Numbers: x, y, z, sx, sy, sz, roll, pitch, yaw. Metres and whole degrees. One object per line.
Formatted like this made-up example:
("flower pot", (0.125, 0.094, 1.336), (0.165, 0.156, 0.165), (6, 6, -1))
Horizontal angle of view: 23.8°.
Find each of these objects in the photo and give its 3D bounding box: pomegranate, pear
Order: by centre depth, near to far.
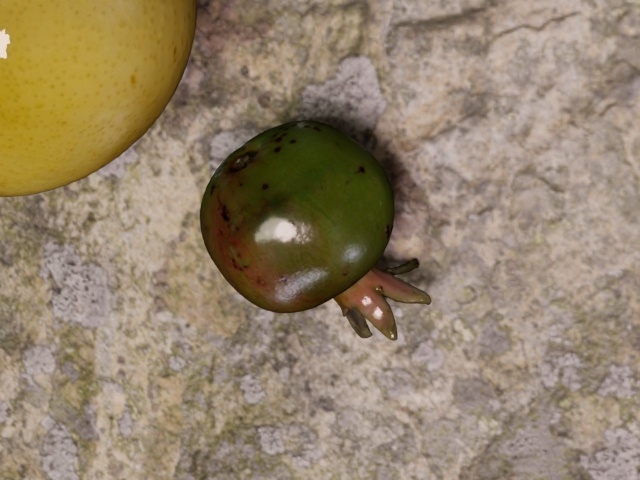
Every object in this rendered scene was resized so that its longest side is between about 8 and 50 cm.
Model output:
("pear", (-0.284, -0.202, 1.314), (0.348, 0.348, 0.348), (10, 116, 20))
("pomegranate", (0.000, 0.000, 1.377), (0.181, 0.181, 0.224), (-31, 113, 32))
